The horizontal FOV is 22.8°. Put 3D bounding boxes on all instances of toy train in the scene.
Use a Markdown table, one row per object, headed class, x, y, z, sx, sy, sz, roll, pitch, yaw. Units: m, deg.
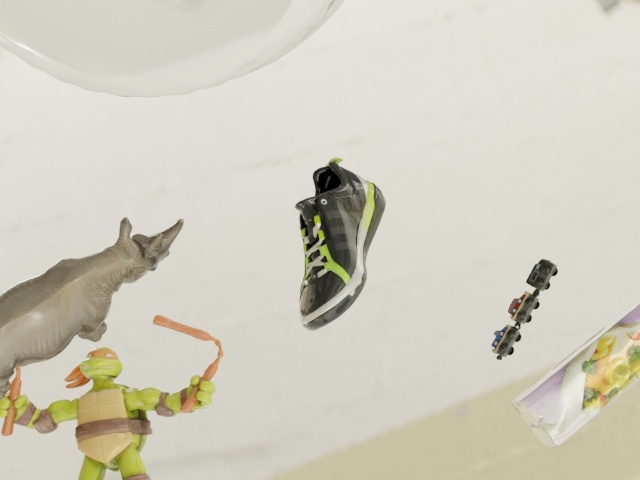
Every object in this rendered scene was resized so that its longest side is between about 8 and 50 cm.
| class | x | y | z | sx | sy | sz | roll | pitch | yaw |
| --- | --- | --- | --- | --- | --- | --- | --- | --- | --- |
| toy train | 0.283 | 0.096 | 2.240 | 0.036 | 0.027 | 0.158 | 32 | -82 | 33 |

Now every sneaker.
| class | x | y | z | sx | sy | sz | roll | pitch | yaw |
| --- | --- | --- | --- | --- | --- | --- | --- | --- | --- |
| sneaker | 0.000 | 0.000 | 1.783 | 0.084 | 0.097 | 0.234 | -34 | -154 | 37 |

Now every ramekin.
| class | x | y | z | sx | sy | sz | roll | pitch | yaw |
| --- | --- | --- | --- | --- | --- | --- | --- | --- | --- |
| ramekin | -0.095 | -0.211 | 0.890 | 0.277 | 0.277 | 0.135 | -34 | -168 | 10 |

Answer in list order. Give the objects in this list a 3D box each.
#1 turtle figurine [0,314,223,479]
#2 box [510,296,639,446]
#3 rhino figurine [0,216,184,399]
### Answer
| class | x | y | z | sx | sy | sz | roll | pitch | yaw |
| --- | --- | --- | --- | --- | --- | --- | --- | --- | --- |
| turtle figurine | -0.218 | 0.194 | 1.535 | 0.269 | 0.087 | 0.217 | -7 | -107 | 4 |
| box | 0.343 | 0.092 | 1.654 | 0.324 | 0.063 | 0.067 | -38 | 178 | -7 |
| rhino figurine | -0.221 | 0.053 | 1.411 | 0.243 | 0.073 | 0.106 | -34 | 166 | -2 |
